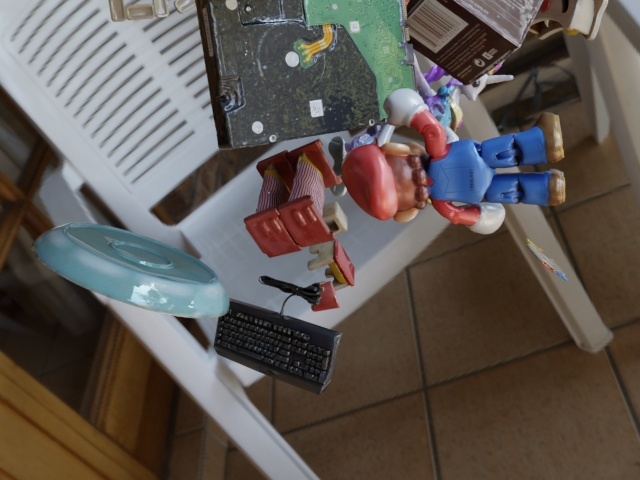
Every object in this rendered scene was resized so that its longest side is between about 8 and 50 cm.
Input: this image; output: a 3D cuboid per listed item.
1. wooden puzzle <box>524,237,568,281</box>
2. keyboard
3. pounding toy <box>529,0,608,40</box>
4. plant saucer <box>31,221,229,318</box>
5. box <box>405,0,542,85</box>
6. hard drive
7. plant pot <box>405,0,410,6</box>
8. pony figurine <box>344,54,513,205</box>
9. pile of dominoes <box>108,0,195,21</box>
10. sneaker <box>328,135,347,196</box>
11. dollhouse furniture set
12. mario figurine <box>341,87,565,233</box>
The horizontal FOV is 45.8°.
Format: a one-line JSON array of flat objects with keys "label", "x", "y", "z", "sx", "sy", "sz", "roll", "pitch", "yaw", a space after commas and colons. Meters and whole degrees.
[{"label": "wooden puzzle", "x": 0.450, "y": 0.040, "z": 1.518, "sx": 0.014, "sy": 0.079, "sz": 0.116, "roll": -51, "pitch": 19, "yaw": 17}, {"label": "keyboard", "x": -0.087, "y": 0.163, "z": 1.472, "sx": 0.317, "sy": 0.033, "sz": 0.201, "roll": 12, "pitch": 87, "yaw": 40}, {"label": "pounding toy", "x": 0.506, "y": -0.541, "z": 1.724, "sx": 0.154, "sy": 0.155, "sz": 0.269, "roll": -63, "pitch": 29, "yaw": 24}, {"label": "plant saucer", "x": -0.287, "y": 0.037, "z": 1.193, "sx": 0.318, "sy": 0.318, "sz": 0.043, "roll": 31, "pitch": 103, "yaw": 51}, {"label": "box", "x": 0.255, "y": -0.401, "z": 1.239, "sx": 0.203, "sy": 0.167, "sz": 0.168, "roll": -61, "pitch": 11, "yaw": -18}, {"label": "hard drive", "x": -0.011, "y": -0.278, "z": 1.155, "sx": 0.339, "sy": 0.236, "sz": 0.064, "roll": -14, "pitch": 13, "yaw": -27}, {"label": "plant pot", "x": 0.128, "y": -0.492, "z": 1.442, "sx": 0.243, "sy": 0.274, "sz": 0.275, "roll": -14, "pitch": 30, "yaw": -24}, {"label": "pony figurine", "x": 0.211, "y": -0.311, "z": 1.728, "sx": 0.351, "sy": 0.303, "sz": 0.363, "roll": 30, "pitch": 91, "yaw": 24}, {"label": "pile of dominoes", "x": -0.347, "y": -0.575, "z": 1.531, "sx": 0.196, "sy": 0.251, "sz": 0.040, "roll": -11, "pitch": 13, "yaw": -23}, {"label": "sneaker", "x": 0.054, "y": -0.171, "z": 1.803, "sx": 0.054, "sy": 0.061, "sz": 0.152, "roll": -10, "pitch": 67, "yaw": 29}, {"label": "dollhouse furniture set", "x": 0.000, "y": 0.000, "z": 1.590, "sx": 0.152, "sy": 0.374, "sz": 0.201, "roll": -16, "pitch": 40, "yaw": 20}, {"label": "mario figurine", "x": 0.190, "y": -0.116, "z": 1.118, "sx": 0.321, "sy": 0.170, "sz": 0.197, "roll": -2, "pitch": 79, "yaw": 15}]
